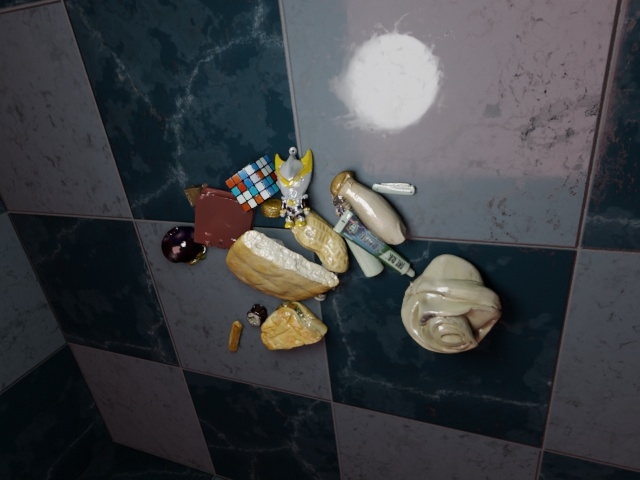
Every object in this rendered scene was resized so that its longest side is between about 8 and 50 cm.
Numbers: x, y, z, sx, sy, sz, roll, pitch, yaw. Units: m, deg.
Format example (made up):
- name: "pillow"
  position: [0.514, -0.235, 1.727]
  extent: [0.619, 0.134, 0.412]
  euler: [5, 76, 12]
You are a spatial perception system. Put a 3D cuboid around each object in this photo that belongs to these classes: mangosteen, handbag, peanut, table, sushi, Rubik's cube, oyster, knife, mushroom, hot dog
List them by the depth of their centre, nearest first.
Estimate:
- name: "knife"
  position: [0.273, -0.195, 1.564]
  extent: [0.162, 0.023, 0.044]
  euler: [7, 121, 20]
- name: "mushroom"
  position: [0.185, -0.121, 1.574]
  extent: [0.350, 0.128, 0.128]
  euler: [41, 125, -5]
- name: "oyster"
  position: [0.082, -0.170, 1.646]
  extent: [0.103, 0.051, 0.148]
  euler: [-20, 96, 23]
- name: "Rubik's cube"
  position: [-0.260, -0.234, 1.702]
  extent: [0.155, 0.151, 0.154]
  euler: [-26, 105, 32]
- name: "peanut"
  position: [0.000, 0.000, 1.711]
  extent: [0.325, 0.153, 0.140]
  euler: [48, 127, 2]
- name: "handbag"
  position: [-0.424, -0.084, 1.862]
  extent: [0.259, 0.084, 0.276]
  euler: [13, 122, -5]
- name: "table"
  position: [-0.547, -0.209, 1.887]
  extent: [0.082, 0.070, 0.083]
  euler: [-10, 113, 26]
- name: "mangosteen"
  position: [-0.642, 0.037, 2.001]
  extent: [0.194, 0.194, 0.231]
  euler: [-12, 132, 28]
- name: "sushi"
  position: [-0.310, 0.373, 2.085]
  extent: [0.097, 0.084, 0.094]
  euler: [13, 117, 12]
- name: "hot dog"
  position: [-0.454, 0.507, 2.241]
  extent: [0.066, 0.047, 0.216]
  euler: [32, 126, 23]

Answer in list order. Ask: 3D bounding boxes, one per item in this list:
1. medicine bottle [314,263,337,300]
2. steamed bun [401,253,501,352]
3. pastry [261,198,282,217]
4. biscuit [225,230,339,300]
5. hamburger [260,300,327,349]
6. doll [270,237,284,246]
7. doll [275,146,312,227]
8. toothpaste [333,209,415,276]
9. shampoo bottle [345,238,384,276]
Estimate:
- name: "medicine bottle"
  position: [0.030, 0.166, 1.846]
  extent: [0.092, 0.061, 0.221]
  euler: [7, 122, -8]
- name: "steamed bun"
  position: [0.481, 0.278, 1.587]
  extent: [0.342, 0.255, 0.368]
  euler: [35, 126, 0]
- name: "pastry"
  position: [-0.198, -0.136, 1.758]
  extent: [0.109, 0.097, 0.057]
  euler: [13, 121, 18]
- name: "biscuit"
  position: [-0.210, 0.139, 1.799]
  extent: [0.429, 0.104, 0.446]
  euler: [31, 148, -21]
- name: "hamburger"
  position: [-0.142, 0.382, 1.970]
  extent: [0.329, 0.162, 0.209]
  euler: [-16, 106, 32]
- name: "doll"
  position: [-0.247, 0.038, 1.865]
  extent: [0.180, 0.110, 0.107]
  euler: [5, 87, 28]
- name: "doll"
  position: [-0.108, -0.208, 1.637]
  extent: [0.145, 0.103, 0.317]
  euler: [-4, 88, 44]
- name: "toothpaste"
  position: [0.225, 0.028, 1.637]
  extent: [0.392, 0.061, 0.099]
  euler: [36, 85, -16]
- name: "shampoo bottle"
  position: [0.161, 0.019, 1.690]
  extent: [0.085, 0.085, 0.263]
  euler: [-22, 106, 31]
